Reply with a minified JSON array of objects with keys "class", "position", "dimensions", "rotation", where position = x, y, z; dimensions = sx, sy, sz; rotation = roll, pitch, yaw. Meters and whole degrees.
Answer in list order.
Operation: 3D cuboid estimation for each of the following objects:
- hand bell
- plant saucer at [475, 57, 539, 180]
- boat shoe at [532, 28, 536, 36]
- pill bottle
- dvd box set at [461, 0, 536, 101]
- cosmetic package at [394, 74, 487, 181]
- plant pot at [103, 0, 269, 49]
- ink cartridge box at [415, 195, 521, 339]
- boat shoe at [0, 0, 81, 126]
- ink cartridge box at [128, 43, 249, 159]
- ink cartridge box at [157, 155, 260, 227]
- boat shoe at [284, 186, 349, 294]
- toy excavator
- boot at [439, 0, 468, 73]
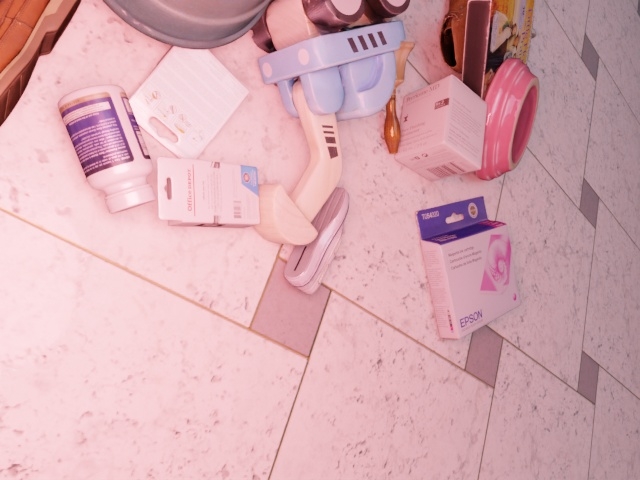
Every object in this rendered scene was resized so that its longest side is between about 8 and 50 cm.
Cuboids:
[{"class":"hand bell","position":[0.166,-0.325,1.123],"dimensions":[0.126,0.126,0.242],"rotation":[-17,106,-40]},{"class":"plant saucer","position":[0.520,-0.323,1.320],"dimensions":[0.332,0.084,0.332],"rotation":[-37,136,-45]},{"class":"boat shoe","position":[0.620,-0.701,1.549],"dimensions":[0.228,0.079,0.081],"rotation":[-4,91,-37]},{"class":"pill bottle","position":[-0.302,-0.129,0.698],"dimensions":[0.094,0.094,0.169],"rotation":[-25,100,-39]},{"class":"dvd box set","position":[0.495,-0.516,1.326],"dimensions":[0.420,0.062,0.307],"rotation":[-37,133,-45]},{"class":"cosmetic package","position":[0.296,-0.267,1.175],"dimensions":[0.151,0.151,0.183],"rotation":[22,70,-35]},{"class":"plant pot","position":[-0.133,-0.469,0.632],"dimensions":[0.341,0.334,0.341],"rotation":[-4,97,-34]},{"class":"ink cartridge box","position":[0.403,0.057,1.276],"dimensions":[0.324,0.071,0.330],"rotation":[-15,95,-39]},{"class":"boat shoe","position":[-0.423,-0.246,0.616],"dimensions":[0.104,0.111,0.307],"rotation":[30,56,-29]},{"class":"ink cartridge box","position":[-0.228,-0.238,0.822],"dimensions":[0.145,0.045,0.179],"rotation":[42,77,-29]},{"class":"ink cartridge box","position":[-0.194,-0.077,0.802],"dimensions":[0.180,0.060,0.104],"rotation":[1,84,-40]},{"class":"boat shoe","position":[0.000,0.000,0.954],"dimensions":[0.226,0.083,0.076],"rotation":[-60,139,-21]},{"class":"toy excavator","position":[0.011,-0.262,0.921],"dimensions":[0.433,0.222,0.445],"rotation":[-31,112,-37]},{"class":"boot","position":[0.391,-0.620,1.336],"dimensions":[0.115,0.112,0.305],"rotation":[-3,89,-33]}]
